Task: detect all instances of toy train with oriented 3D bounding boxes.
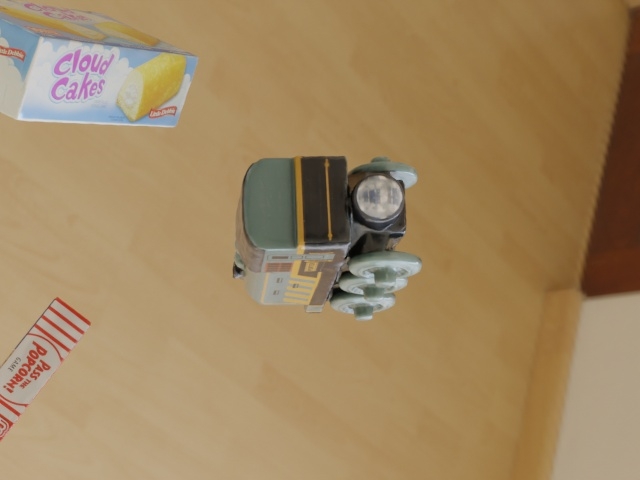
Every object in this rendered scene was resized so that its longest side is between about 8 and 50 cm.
[{"bbox_3d":[0.000,0.000,1.408,0.190,0.334,0.142,1,75,-6],"label":"toy train"}]

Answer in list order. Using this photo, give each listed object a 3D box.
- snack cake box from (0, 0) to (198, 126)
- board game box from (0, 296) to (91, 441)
[{"bbox_3d":[-0.271,-0.188,1.356,0.264,0.152,0.089,-7,121,-61],"label":"snack cake box"},{"bbox_3d":[-0.301,0.143,1.269,0.045,0.193,0.146,38,67,-6],"label":"board game box"}]
